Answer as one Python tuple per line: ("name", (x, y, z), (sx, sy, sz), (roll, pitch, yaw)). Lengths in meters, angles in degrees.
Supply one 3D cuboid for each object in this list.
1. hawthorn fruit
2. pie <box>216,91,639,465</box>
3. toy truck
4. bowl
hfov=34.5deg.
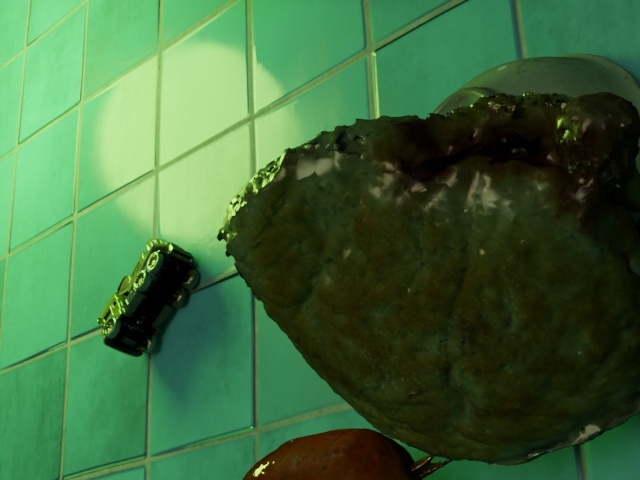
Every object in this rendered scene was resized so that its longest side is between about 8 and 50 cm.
("hawthorn fruit", (0.038, 0.300, 1.154), (0.299, 0.211, 0.211), (-29, 54, 16))
("pie", (0.129, 0.043, 1.014), (0.418, 0.395, 0.180), (-11, 28, 21))
("toy truck", (-0.281, 0.080, 1.651), (0.191, 0.085, 0.116), (-56, 34, 11))
("bowl", (0.198, -0.091, 1.147), (0.313, 0.146, 0.313), (-25, 55, 42))
